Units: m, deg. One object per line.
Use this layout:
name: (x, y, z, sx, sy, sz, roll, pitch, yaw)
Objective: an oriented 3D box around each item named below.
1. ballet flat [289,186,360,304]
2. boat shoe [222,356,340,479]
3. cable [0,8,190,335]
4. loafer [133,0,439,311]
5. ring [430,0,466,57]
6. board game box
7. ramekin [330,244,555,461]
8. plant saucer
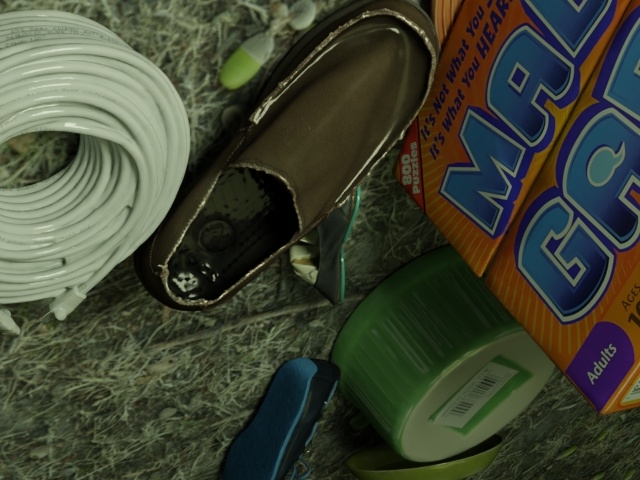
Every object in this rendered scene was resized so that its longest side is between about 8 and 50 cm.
ballet flat: (0.000, 0.000, 1.054, 0.074, 0.074, 0.203, -21, 147, -20)
boat shoe: (-0.043, 0.270, 1.270, 0.089, 0.109, 0.258, 2, 130, -45)
cable: (-0.232, -0.062, 0.775, 0.257, 0.089, 0.257, -37, 143, -1)
loafer: (-0.019, -0.063, 0.856, 0.134, 0.130, 0.366, 39, 95, -18)
ring: (0.252, -0.289, 0.961, 0.336, 0.032, 0.337, -20, 139, -18)
board game box: (0.354, -0.108, 0.908, 0.356, 0.356, 0.356, -4, 131, -33)
ramekin: (0.178, 0.163, 1.295, 0.303, 0.148, 0.303, -22, 141, -19)
plant saucer: (0.158, 0.332, 1.428, 0.241, 0.037, 0.241, -10, 178, 0)
